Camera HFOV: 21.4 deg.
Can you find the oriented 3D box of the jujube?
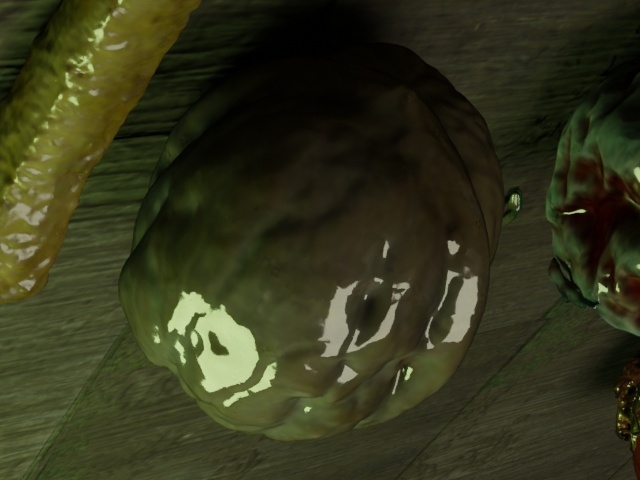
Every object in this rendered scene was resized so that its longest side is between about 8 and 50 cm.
[{"bbox_3d":[0.306,-0.044,1.161,0.317,0.226,0.226,-16,152,-24],"label":"jujube"}]

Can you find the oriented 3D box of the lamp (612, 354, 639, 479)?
[{"bbox_3d":[0.399,0.180,1.718,0.227,0.227,0.227,-25,155,-12],"label":"lamp"}]

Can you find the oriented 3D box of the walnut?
[{"bbox_3d":[0.000,0.000,0.917,0.224,0.224,0.224,-25,155,-12],"label":"walnut"}]

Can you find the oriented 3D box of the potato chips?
[{"bbox_3d":[-0.080,-0.112,0.759,0.057,0.080,0.407,8,140,-31],"label":"potato chips"}]

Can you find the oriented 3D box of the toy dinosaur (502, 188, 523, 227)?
[{"bbox_3d":[0.112,0.007,1.268,0.060,0.029,0.119,-32,165,-42],"label":"toy dinosaur"}]
